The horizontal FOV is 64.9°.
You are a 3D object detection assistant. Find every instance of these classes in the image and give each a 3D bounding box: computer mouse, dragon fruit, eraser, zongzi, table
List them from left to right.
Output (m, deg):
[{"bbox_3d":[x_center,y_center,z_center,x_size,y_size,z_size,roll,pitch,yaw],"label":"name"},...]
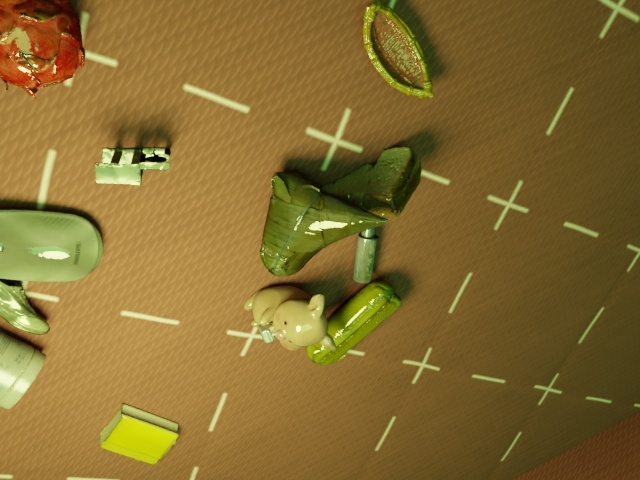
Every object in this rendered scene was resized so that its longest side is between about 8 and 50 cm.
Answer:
[{"bbox_3d":[-0.639,-0.454,1.090,0.241,0.241,0.252,-26,134,-3],"label":"dragon fruit"},{"bbox_3d":[-0.758,0.017,1.335,0.331,0.095,0.197,3,102,-26],"label":"computer mouse"},{"bbox_3d":[-0.479,-0.195,1.305,0.176,0.146,0.062,0,114,-16],"label":"table"},{"bbox_3d":[-0.620,0.670,1.727,0.226,0.069,0.158,33,99,-27],"label":"eraser"},{"bbox_3d":[0.000,0.000,1.453,0.160,0.361,0.322,-32,140,-53],"label":"zongzi"}]

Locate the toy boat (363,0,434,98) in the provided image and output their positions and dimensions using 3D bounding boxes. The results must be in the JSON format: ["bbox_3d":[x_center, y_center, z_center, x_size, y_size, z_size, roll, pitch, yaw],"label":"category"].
[{"bbox_3d":[0.210,-0.519,1.391,0.141,0.099,0.318,-40,122,8],"label":"toy boat"}]

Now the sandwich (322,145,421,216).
[{"bbox_3d":[0.152,-0.173,1.529,0.099,0.289,0.254,59,45,-36],"label":"sandwich"}]

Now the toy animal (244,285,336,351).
[{"bbox_3d":[-0.099,0.242,1.588,0.213,0.256,0.194,-22,119,-18],"label":"toy animal"}]

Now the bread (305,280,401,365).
[{"bbox_3d":[0.107,0.280,1.733,0.383,0.112,0.166,-44,146,11],"label":"bread"}]

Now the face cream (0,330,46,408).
[{"bbox_3d":[-0.904,0.365,1.428,0.177,0.177,0.153,-44,117,7],"label":"face cream"}]

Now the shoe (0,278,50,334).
[{"bbox_3d":[-0.859,0.163,1.392,0.098,0.103,0.274,-48,122,-13],"label":"shoe"}]

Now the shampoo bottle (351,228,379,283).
[{"bbox_3d":[0.150,0.037,1.657,0.072,0.072,0.213,-2,116,-16],"label":"shampoo bottle"}]
